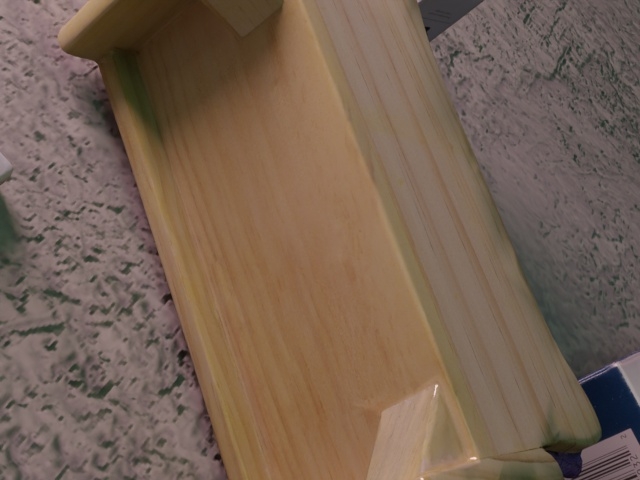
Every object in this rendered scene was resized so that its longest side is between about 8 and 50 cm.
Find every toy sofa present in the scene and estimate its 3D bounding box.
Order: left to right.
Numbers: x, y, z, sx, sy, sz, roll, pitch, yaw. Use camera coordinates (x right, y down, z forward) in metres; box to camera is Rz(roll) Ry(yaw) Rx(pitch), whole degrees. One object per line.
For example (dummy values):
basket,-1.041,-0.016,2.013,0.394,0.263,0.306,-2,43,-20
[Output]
toy sofa,0.000,0.000,0.632,0.177,0.150,0.362,3,61,-50

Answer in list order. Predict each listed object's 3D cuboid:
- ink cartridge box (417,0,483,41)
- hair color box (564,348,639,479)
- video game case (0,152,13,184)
ink cartridge box,0.033,-0.184,0.801,0.063,0.150,0.109,-4,66,-52
hair color box,0.310,0.156,0.872,0.347,0.105,0.174,-11,71,-49
video game case,-0.262,-0.062,0.510,0.190,0.022,0.173,49,38,-8
